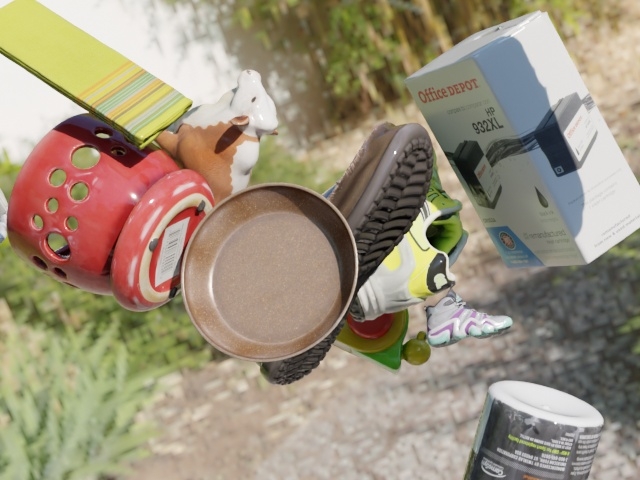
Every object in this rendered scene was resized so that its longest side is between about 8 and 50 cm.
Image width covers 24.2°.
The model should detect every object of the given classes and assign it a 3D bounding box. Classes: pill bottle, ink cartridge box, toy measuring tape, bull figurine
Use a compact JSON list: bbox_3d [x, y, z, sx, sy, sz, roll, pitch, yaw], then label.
[{"bbox_3d":[0.212,0.286,1.616,0.130,0.245,0.130,14,10,-3],"label":"pill bottle"},{"bbox_3d":[0.271,-0.125,1.975,0.129,0.307,0.223,-33,9,-18],"label":"ink cartridge box"},{"bbox_3d":[0.019,0.090,2.219,0.330,0.121,0.121,25,26,9],"label":"toy measuring tape"},{"bbox_3d":[-0.153,-0.083,1.859,0.188,0.310,0.101,29,35,25],"label":"bull figurine"}]

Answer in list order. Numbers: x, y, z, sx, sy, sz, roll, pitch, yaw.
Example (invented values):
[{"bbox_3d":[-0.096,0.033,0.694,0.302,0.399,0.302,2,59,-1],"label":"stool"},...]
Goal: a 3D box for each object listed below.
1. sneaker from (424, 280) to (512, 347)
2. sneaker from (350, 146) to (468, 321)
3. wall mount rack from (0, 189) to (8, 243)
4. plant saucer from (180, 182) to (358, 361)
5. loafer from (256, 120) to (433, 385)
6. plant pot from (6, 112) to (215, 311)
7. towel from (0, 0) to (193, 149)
[{"bbox_3d":[0.160,0.077,1.659,0.098,0.069,0.038,-13,-14,16],"label":"sneaker"},{"bbox_3d":[0.132,-0.021,2.020,0.147,0.145,0.384,-7,33,17],"label":"sneaker"},{"bbox_3d":[-0.538,-0.107,2.044,0.130,0.350,0.304,-32,25,-7],"label":"wall mount rack"},{"bbox_3d":[-0.052,0.037,1.608,0.199,0.198,0.036,-18,-20,11],"label":"plant saucer"},{"bbox_3d":[0.000,0.000,1.795,0.366,0.130,0.134,-57,-26,14],"label":"loafer"},{"bbox_3d":[-0.222,-0.026,1.662,0.174,0.191,0.191,26,35,22],"label":"plant pot"},{"bbox_3d":[-0.258,-0.185,1.619,0.102,0.237,0.021,-44,-18,-47],"label":"towel"}]
